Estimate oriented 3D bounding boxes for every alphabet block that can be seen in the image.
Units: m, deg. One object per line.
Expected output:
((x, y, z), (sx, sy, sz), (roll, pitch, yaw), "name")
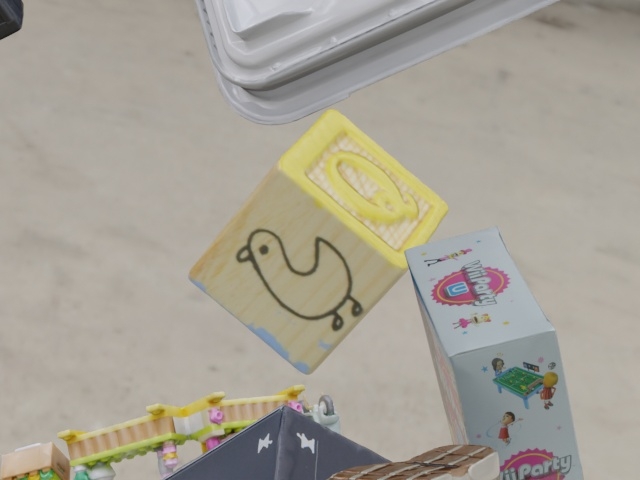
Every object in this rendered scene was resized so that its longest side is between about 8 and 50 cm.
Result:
((0.000, 0.000, 1.840), (0.192, 0.197, 0.193), (39, 32, -1), "alphabet block")

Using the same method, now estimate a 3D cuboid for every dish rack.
((0.035, -0.260, 1.066), (0.072, 0.333, 0.285), (24, 47, -63), "dish rack")

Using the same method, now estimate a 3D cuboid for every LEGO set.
((-0.111, 0.193, 1.304), (0.287, 0.132, 0.107), (-9, 75, -18), "LEGO set")

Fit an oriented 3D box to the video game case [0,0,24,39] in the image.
((-0.318, -0.155, 0.745), (0.248, 0.275, 0.035), (-26, 35, 10), "video game case")

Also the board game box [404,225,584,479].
((0.168, 0.171, 1.433), (0.097, 0.303, 0.224), (-14, 24, -1), "board game box")

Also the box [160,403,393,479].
((0.027, 0.344, 1.105), (0.312, 0.179, 0.343), (31, 44, -28), "box")

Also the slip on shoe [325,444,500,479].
((0.046, 0.129, 0.775), (0.051, 0.041, 0.135), (2, 3, 30), "slip on shoe")
